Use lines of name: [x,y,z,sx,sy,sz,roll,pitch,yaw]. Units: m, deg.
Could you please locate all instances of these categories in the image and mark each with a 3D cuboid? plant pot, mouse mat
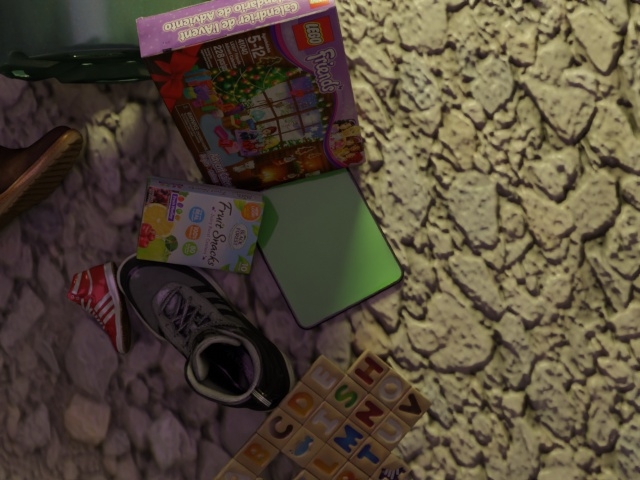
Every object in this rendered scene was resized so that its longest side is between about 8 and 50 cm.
plant pot: [-0.262,-0.364,1.023,0.341,0.341,0.334,-4,92,3]
mouse mat: [0.000,0.000,1.122,0.153,0.007,0.189,-28,83,1]

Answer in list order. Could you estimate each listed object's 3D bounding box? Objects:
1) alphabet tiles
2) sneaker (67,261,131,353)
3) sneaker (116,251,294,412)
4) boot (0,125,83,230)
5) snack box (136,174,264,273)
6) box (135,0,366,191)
alphabet tiles: [0.019,0.252,1.053,0.198,0.009,0.237,42,89,-22]
sneaker: [-0.280,0.091,1.113,0.067,0.042,0.118,-13,77,-2]
sneaker: [-0.144,0.104,1.048,0.268,0.153,0.101,40,88,6]
boot: [-0.448,-0.112,1.115,0.248,0.090,0.207,-42,86,3]
snack box: [-0.148,-0.019,1.079,0.141,0.037,0.100,9,116,-13]
box: [-0.064,-0.160,0.998,0.201,0.293,0.057,-15,62,2]
